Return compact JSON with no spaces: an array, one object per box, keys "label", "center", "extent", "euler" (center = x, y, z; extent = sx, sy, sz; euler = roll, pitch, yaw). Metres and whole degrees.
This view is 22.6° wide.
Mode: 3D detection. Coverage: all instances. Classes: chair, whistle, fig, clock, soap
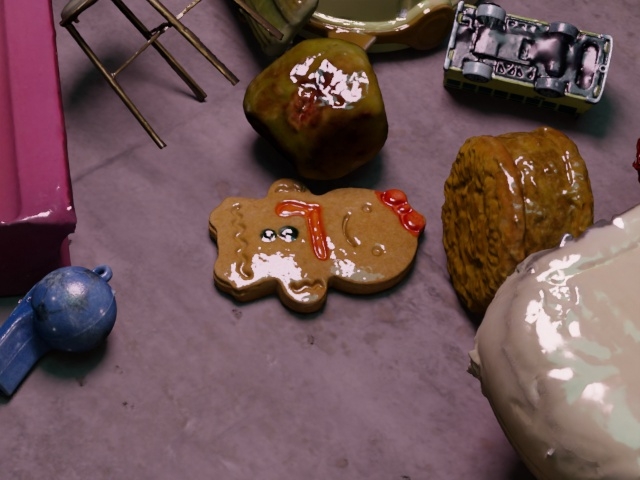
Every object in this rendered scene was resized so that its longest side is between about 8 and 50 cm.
[{"label":"chair","center":[-0.208,-0.274,1.653],"extent":[0.325,0.160,0.170],"euler":[49,34,-11]},{"label":"whistle","center":[-0.244,0.078,1.513],"extent":[0.090,0.090,0.158],"euler":[25,53,12]},{"label":"fig","center":[0.008,-0.144,1.689],"extent":[0.144,0.154,0.165],"euler":[59,36,-15]},{"label":"clock","center":[0.053,-0.345,1.858],"extent":[0.286,0.117,0.348],"euler":[25,54,13]},{"label":"soap","center":[-0.377,-0.118,1.622],"extent":[0.233,0.128,0.359],"euler":[-3,53,-12]}]

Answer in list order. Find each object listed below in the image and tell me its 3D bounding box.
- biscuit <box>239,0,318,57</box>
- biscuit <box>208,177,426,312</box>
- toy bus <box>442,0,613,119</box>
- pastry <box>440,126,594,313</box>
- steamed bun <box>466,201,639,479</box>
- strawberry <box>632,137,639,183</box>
[{"label":"biscuit","center":[-0.086,-0.341,1.784],"extent":[0.038,0.099,0.322],"euler":[13,40,-44]},{"label":"biscuit","center":[0.000,0.000,1.635],"extent":[0.225,0.036,0.166],"euler":[-1,51,-8]},{"label":"toy bus","center":[0.227,-0.198,1.772],"extent":[0.175,0.101,0.088],"euler":[13,80,3]},{"label":"pastry","center":[0.192,-0.018,1.579],"extent":[0.103,0.188,0.188],"euler":[-1,52,-16]},{"label":"steamed bun","center":[0.318,0.141,1.440],"extent":[0.334,0.233,0.312],"euler":[-19,60,-11]},{"label":"strawberry","center":[0.470,-0.080,1.608],"extent":[0.274,0.274,0.220],"euler":[32,85,17]}]
